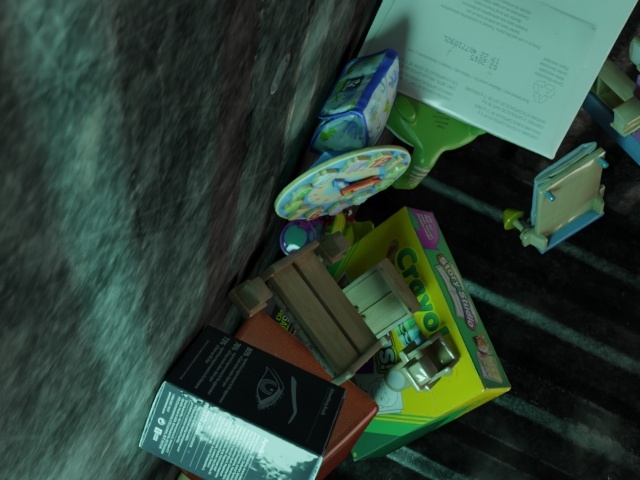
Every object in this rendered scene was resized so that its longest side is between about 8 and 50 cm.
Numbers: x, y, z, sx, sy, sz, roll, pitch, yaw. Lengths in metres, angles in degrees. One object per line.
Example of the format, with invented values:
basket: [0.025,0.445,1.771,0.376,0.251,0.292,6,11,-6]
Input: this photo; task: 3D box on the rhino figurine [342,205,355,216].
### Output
rhino figurine: [0.068,-0.113,2.061,0.243,0.073,0.106,-60,178,-36]

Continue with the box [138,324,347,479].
box: [-0.089,0.218,1.048,0.108,0.207,0.153,-66,176,24]

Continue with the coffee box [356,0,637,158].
coffee box: [0.284,-0.358,1.385,0.334,0.337,0.338,-50,165,-78]

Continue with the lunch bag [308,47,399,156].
lunch bag: [0.055,-0.189,1.219,0.129,0.096,0.151,-62,-175,-27]

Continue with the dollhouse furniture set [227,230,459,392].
dollhouse furniture set: [0.011,0.173,1.323,0.173,0.303,0.355,-39,174,33]

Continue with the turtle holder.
turtle holder: [0.231,-0.280,1.725,0.227,0.243,0.321,-156,-130,-74]

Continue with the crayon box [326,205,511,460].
crayon box: [0.136,0.174,1.574,0.106,0.363,0.313,6,144,-47]

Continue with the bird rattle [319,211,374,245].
bird rattle: [0.000,0.000,1.808,0.207,0.143,0.253,-45,-166,-10]

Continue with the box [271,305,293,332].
box: [-0.085,0.203,2.126,0.270,0.060,0.216,85,31,-82]

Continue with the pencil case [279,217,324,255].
pencil case: [-0.029,-0.007,1.489,0.070,0.064,0.151,-57,177,6]

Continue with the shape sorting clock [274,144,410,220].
shape sorting clock: [0.033,-0.078,1.209,0.206,0.040,0.206,-22,161,-8]

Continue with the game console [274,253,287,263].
game console: [-0.058,0.078,1.536,0.144,0.124,0.085,-52,139,-75]

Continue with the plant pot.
plant pot: [-0.100,0.324,1.439,0.236,0.267,0.267,-45,167,-31]

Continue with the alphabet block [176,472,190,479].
alphabet block: [-0.180,0.489,1.741,0.197,0.192,0.193,-61,173,-36]

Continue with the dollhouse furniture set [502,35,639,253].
dollhouse furniture set: [0.417,-0.173,1.443,0.303,0.198,0.286,-33,150,-4]
